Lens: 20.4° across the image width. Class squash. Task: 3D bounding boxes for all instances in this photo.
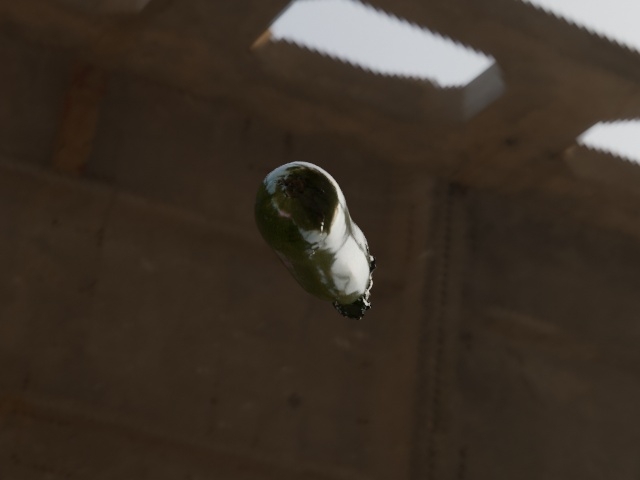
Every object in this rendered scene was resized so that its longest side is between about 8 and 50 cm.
[{"bbox_3d":[0.000,0.000,0.983,0.052,0.183,0.052,-4,-107,12],"label":"squash"}]
